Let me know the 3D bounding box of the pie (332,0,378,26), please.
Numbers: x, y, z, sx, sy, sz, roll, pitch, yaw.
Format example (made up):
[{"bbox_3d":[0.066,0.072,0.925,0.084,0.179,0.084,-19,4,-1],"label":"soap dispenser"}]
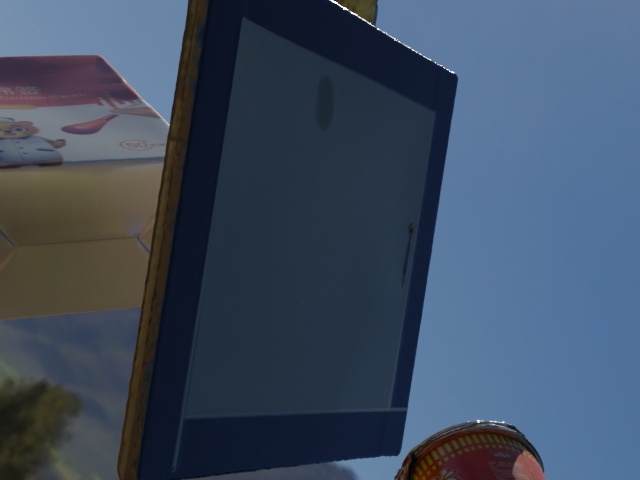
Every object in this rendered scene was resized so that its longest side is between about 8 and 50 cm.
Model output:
[{"bbox_3d":[0.031,-0.256,1.470,0.041,0.187,0.187,9,-10,-11],"label":"pie"}]

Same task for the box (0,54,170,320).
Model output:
[{"bbox_3d":[-0.269,-0.065,1.311,0.341,0.224,0.144,-135,-134,-55],"label":"box"}]

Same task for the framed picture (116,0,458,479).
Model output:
[{"bbox_3d":[0.000,0.000,0.796,0.016,0.265,0.347,7,-2,25],"label":"framed picture"}]

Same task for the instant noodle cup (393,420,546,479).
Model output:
[{"bbox_3d":[0.190,0.326,1.484,0.193,0.193,0.212,61,-1,-30],"label":"instant noodle cup"}]
